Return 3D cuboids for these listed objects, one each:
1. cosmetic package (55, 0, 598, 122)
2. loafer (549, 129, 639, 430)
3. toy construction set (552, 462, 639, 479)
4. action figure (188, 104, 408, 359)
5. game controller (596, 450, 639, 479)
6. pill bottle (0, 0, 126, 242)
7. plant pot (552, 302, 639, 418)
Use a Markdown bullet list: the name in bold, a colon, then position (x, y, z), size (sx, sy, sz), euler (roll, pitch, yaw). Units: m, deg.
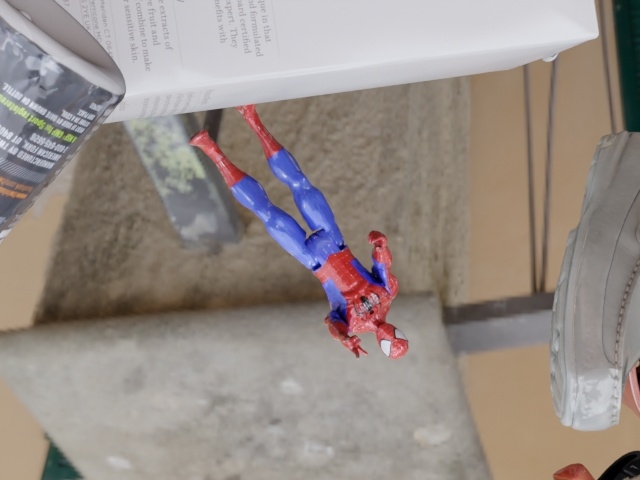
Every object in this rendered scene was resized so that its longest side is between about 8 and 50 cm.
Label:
- **cosmetic package**: position (-0.014, -0.179, 0.850), size (0.366, 0.155, 0.197), euler (-10, -178, -12)
- **loafer**: position (0.240, 0.020, 0.891), size (0.111, 0.319, 0.112), euler (11, 131, 16)
- **toy construction set**: position (0.149, 0.268, 0.541), size (0.151, 0.327, 0.215), euler (-19, 170, -36)
- **action figure**: position (0.000, 0.000, 1.071), size (0.280, 0.091, 0.139), euler (53, 173, -10)
- **game controller**: position (0.160, 0.297, 0.841), size (0.067, 0.319, 0.166), euler (27, 149, 40)
- **pill bottle**: position (-0.225, -0.030, 0.618), size (0.245, 0.130, 0.130), euler (-48, 124, 8)
- **plant pot**: position (0.448, 0.116, 1.542), size (0.272, 0.272, 0.265), euler (21, 180, -18)
